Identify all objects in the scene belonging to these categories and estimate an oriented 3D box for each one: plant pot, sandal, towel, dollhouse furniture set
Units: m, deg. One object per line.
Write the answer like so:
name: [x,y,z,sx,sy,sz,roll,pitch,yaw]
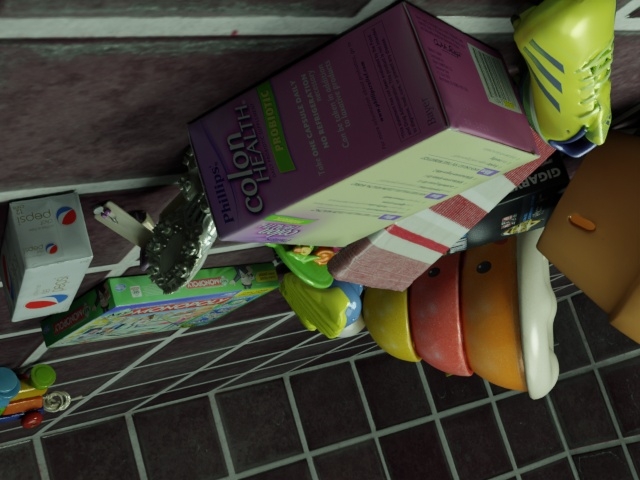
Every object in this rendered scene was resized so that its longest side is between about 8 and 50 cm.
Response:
plant pot: [0.443,-0.024,1.315,0.291,0.204,0.291,-55,165,-22]
sandal: [0.018,0.072,1.492,0.138,0.126,0.317,-35,-174,-7]
towel: [0.167,-0.062,1.111,0.329,0.037,0.237,-44,160,12]
dollhouse furniture set: [-0.186,-0.048,0.997,0.114,0.091,0.081,-44,117,14]

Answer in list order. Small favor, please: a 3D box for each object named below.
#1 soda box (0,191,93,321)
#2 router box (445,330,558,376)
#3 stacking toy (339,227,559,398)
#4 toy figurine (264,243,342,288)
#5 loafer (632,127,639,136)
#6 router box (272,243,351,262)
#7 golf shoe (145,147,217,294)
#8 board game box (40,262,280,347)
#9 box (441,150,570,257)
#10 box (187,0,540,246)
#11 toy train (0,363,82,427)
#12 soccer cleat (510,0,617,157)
soda box: [-0.300,0.023,0.994,0.069,0.073,0.216,-12,166,-25]
router box: [0.381,0.160,2.116,0.309,0.242,0.081,-7,164,-37]
stacking toy: [0.204,0.132,1.774,0.480,0.350,0.350,-4,171,15]
toy figurine: [0.015,-0.046,1.119,0.159,0.130,0.173,-37,136,21]
loafer: [0.568,-0.171,1.301,0.096,0.084,0.267,-5,162,-45]
router box: [0.000,0.000,1.380,0.092,0.038,0.122,-26,165,37]
golf shoe: [-0.117,-0.018,0.951,0.086,0.069,0.176,-13,140,-54]
board game box: [-0.249,0.101,1.468,0.317,0.046,0.213,-4,163,-45]
box: [0.227,-0.039,1.450,0.293,0.073,0.295,-19,167,4]
box: [0.044,-0.092,0.864,0.243,0.117,0.214,-25,165,29]
toy train: [-0.543,0.283,1.765,0.248,0.105,0.143,-5,149,-43]
soccer cleat: [0.233,-0.150,0.830,0.093,0.121,0.289,-29,167,5]
